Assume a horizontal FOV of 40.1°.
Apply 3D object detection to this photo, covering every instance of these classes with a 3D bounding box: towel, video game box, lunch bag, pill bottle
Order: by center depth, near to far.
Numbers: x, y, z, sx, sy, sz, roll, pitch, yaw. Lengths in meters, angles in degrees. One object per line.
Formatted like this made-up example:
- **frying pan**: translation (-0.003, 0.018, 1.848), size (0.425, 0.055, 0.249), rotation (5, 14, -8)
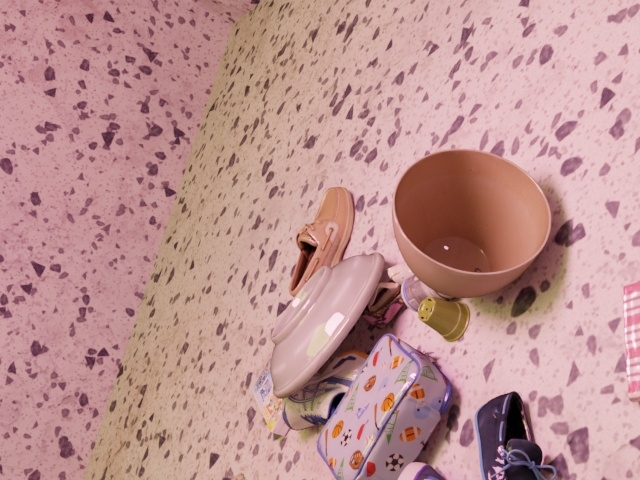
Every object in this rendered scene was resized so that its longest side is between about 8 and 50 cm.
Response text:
- **towel**: translation (0.510, 0.132, 1.278), size (0.144, 0.029, 0.197), rotation (-30, 45, 50)
- **lunch bag**: translation (0.123, 0.336, 1.712), size (0.303, 0.115, 0.243), rotation (-57, 20, 3)
- **pill bottle**: translation (0.234, 0.089, 1.775), size (0.137, 0.078, 0.078), rotation (-34, 40, 47)
- **video game box**: translation (-0.090, 0.357, 2.195), size (0.187, 0.048, 0.205), rotation (-59, 26, 9)

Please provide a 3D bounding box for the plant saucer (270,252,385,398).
- **plant saucer**: translation (-0.012, 0.168, 1.989), size (0.400, 0.100, 0.400), rotation (-51, 7, 9)

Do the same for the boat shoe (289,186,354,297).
- **boat shoe**: translation (0.000, 0.000, 2.257), size (0.121, 0.110, 0.341), rotation (-28, 45, 52)

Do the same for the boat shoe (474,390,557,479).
- **boat shoe**: translation (0.305, 0.342, 1.394), size (0.089, 0.109, 0.258), rotation (-47, 33, 27)

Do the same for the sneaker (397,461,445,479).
- **sneaker**: translation (0.224, 0.472, 1.427), size (0.323, 0.236, 0.130), rotation (6, -82, -71)

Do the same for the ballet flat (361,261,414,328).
- **ballet flat**: translation (0.162, 0.102, 1.899), size (0.221, 0.079, 0.077), rotation (-52, 30, 25)

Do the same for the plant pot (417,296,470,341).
- **plant pot**: translation (0.236, 0.148, 1.720), size (0.083, 0.079, 0.083), rotation (-43, 35, 40)

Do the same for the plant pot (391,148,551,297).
- **plant pot**: translation (0.263, -0.003, 1.633), size (0.191, 0.284, 0.284), rotation (96, 179, -54)

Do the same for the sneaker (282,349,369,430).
- **sneaker**: translation (0.008, 0.362, 1.931), size (0.296, 0.111, 0.131), rotation (-45, 33, 37)
